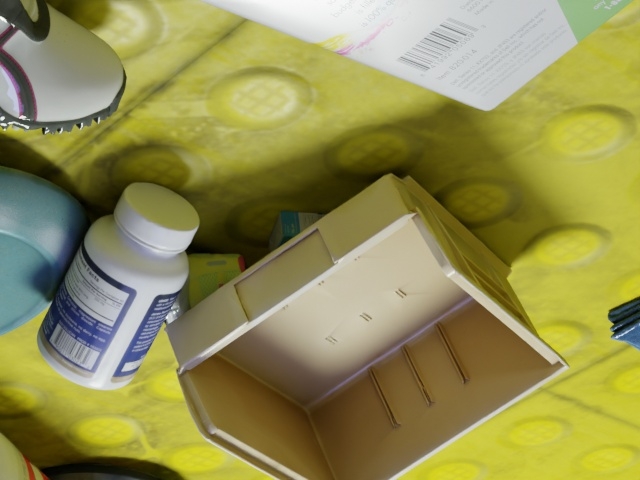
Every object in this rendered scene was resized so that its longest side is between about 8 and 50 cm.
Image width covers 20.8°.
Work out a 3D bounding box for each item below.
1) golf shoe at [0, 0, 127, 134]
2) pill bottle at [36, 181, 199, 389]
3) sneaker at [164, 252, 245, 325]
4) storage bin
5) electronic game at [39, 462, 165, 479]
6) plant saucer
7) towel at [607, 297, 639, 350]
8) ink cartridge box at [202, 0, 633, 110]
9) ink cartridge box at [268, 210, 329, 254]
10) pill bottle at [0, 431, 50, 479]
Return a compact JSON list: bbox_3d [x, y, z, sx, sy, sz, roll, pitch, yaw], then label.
[{"bbox_3d":[-0.235,-0.159,1.200,0.273,0.105,0.120,20,132,-36],"label":"golf shoe"},{"bbox_3d":[-0.169,0.037,1.491,0.094,0.094,0.169,15,120,-30],"label":"pill bottle"},{"bbox_3d":[-0.092,0.078,1.619,0.094,0.081,0.208,-13,150,-2],"label":"sneaker"},{"bbox_3d":[0.040,0.094,1.555,0.262,0.123,0.260,-34,144,14],"label":"storage bin"},{"bbox_3d":[-0.256,0.321,2.001,0.229,0.048,0.229,0,141,0],"label":"electronic game"},{"bbox_3d":[-0.351,0.030,1.488,0.318,0.043,0.317,-10,154,-5],"label":"plant saucer"},{"bbox_3d":[0.347,0.093,1.761,0.067,0.029,0.119,-30,140,32],"label":"towel"},{"bbox_3d":[0.035,-0.227,1.116,0.353,0.119,0.207,17,141,-34],"label":"ink cartridge box"},{"bbox_3d":[0.000,0.000,1.555,0.083,0.028,0.048,3,147,-15],"label":"ink cartridge box"},{"bbox_3d":[-0.325,0.377,1.850,0.229,0.229,0.407,-18,135,18],"label":"pill bottle"}]
